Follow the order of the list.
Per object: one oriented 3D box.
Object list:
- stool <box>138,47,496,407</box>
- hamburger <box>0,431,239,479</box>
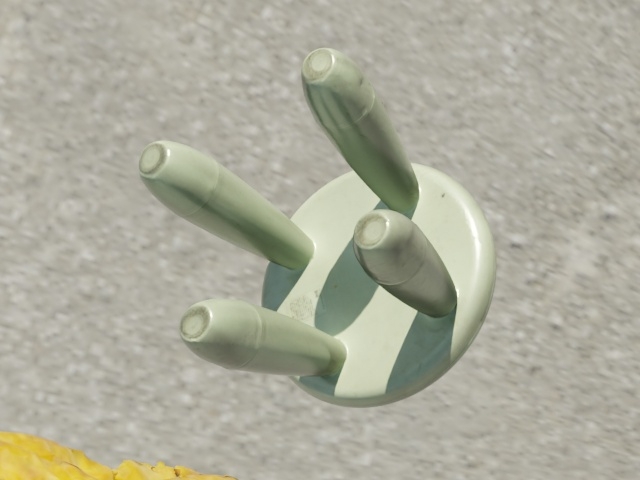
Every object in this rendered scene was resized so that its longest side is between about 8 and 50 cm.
[{"bbox_3d":[0.000,0.000,1.381,0.195,0.199,0.195,-29,55,18],"label":"stool"},{"bbox_3d":[-0.054,0.202,0.482,0.170,0.290,0.314,-55,34,25],"label":"hamburger"}]
